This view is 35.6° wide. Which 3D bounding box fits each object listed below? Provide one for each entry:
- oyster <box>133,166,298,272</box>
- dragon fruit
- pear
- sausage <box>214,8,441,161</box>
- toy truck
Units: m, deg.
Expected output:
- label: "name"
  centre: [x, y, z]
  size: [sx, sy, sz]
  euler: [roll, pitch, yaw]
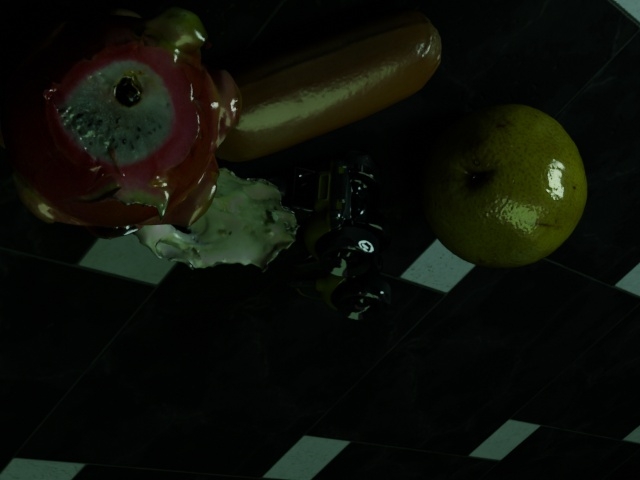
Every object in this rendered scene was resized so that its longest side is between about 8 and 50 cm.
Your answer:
- label: "oyster"
  centre: [-0.132, -0.028, 1.123]
  size: [0.209, 0.072, 0.132]
  euler: [-7, 119, -5]
- label: "dragon fruit"
  centre: [-0.187, -0.107, 0.919]
  size: [0.224, 0.227, 0.224]
  euler: [-3, 100, -17]
- label: "pear"
  centre: [0.220, -0.068, 1.240]
  size: [0.209, 0.208, 0.208]
  euler: [-18, 141, -15]
- label: "sausage"
  centre: [0.001, -0.166, 1.062]
  size: [0.274, 0.105, 0.105]
  euler: [-23, 142, -9]
- label: "toy truck"
  centre: [0.000, 0.000, 1.238]
  size: [0.165, 0.147, 0.224]
  euler: [-4, 144, 10]
